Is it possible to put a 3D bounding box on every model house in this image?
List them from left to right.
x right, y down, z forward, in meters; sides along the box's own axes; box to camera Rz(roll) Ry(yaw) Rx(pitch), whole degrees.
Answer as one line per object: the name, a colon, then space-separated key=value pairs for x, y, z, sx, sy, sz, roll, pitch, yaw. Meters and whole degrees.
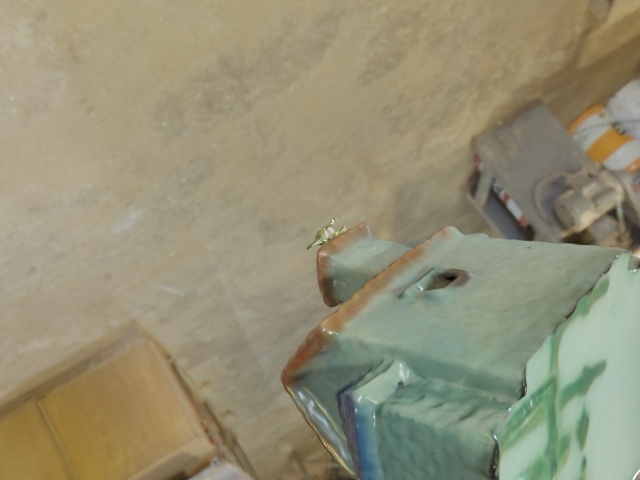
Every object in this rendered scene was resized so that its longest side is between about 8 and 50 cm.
model house: x=0.097 y=0.121 z=0.754 sx=0.295 sy=0.329 sz=0.252 roll=-35 pitch=127 yaw=-39

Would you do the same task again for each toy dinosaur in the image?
toy dinosaur: x=0.000 y=0.000 z=1.207 sx=0.060 sy=0.029 sz=0.120 roll=-35 pitch=-173 yaw=24
